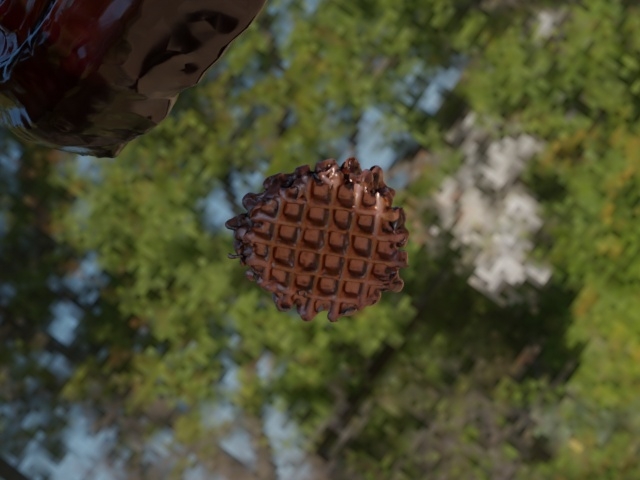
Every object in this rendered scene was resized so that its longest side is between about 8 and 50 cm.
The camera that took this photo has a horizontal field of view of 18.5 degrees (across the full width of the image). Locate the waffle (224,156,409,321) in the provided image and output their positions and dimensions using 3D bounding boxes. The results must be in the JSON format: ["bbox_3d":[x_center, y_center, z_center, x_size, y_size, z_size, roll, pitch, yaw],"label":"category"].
[{"bbox_3d":[0.000,0.000,0.894,0.083,0.075,0.029,-27,22,14],"label":"waffle"}]

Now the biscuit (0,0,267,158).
[{"bbox_3d":[-0.066,-0.235,0.937,0.407,0.091,0.407,-50,27,37],"label":"biscuit"}]
